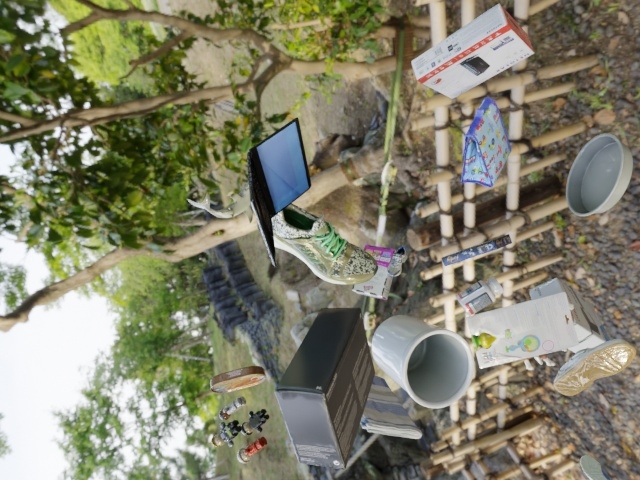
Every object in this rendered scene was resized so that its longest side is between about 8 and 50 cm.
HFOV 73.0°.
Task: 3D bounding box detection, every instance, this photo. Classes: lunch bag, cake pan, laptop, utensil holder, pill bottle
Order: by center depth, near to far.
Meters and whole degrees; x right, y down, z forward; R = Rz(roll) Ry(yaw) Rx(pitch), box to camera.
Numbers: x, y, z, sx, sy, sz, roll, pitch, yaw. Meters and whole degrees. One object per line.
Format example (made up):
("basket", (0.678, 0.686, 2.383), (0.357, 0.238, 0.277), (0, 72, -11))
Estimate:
("laptop", (-0.085, -0.116, 1.046), (0.234, 0.137, 0.264), (78, 180, -48))
("cake pan", (0.971, -0.223, 1.511), (0.293, 0.054, 0.292), (-169, 90, -89))
("lunch bag", (0.646, -0.394, 1.704), (0.138, 0.220, 0.293), (17, 152, 35))
("pill bottle", (0.686, 0.235, 1.858), (0.107, 0.180, 0.108), (54, -169, -15))
("utensil holder", (0.436, 0.520, 1.949), (0.385, 0.328, 0.327), (-174, 67, -74))

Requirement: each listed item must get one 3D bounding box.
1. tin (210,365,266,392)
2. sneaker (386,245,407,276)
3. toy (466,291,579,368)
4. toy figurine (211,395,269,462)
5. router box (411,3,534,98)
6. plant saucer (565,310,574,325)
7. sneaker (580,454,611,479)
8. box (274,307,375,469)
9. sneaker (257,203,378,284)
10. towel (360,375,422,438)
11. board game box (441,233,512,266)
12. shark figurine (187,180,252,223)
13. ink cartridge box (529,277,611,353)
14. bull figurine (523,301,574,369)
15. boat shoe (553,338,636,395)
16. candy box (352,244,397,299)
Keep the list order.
("tin", (-0.281, 0.474, 1.475), (0.106, 0.190, 0.040), (82, 174, -58))
("sneaker", (0.273, 0.070, 1.548), (0.052, 0.135, 0.058), (14, 137, 21))
("toy", (0.486, 0.216, 1.061), (0.056, 0.238, 0.136), (-71, -35, -84))
("toy figurine", (-0.330, 0.779, 1.787), (0.210, 0.148, 0.213), (40, -160, -22))
("router box", (0.553, -0.664, 1.566), (0.336, 0.301, 0.082), (-23, 76, 40))
("plant saucer", (0.698, 0.216, 1.264), (0.013, 0.084, 0.083), (93, 156, -52))
("sneaker", (0.887, 0.762, 1.362), (0.084, 0.058, 0.152), (56, -178, -27))
("box", (0.023, 0.282, 0.875), (0.261, 0.103, 0.184), (-53, -44, -58))
("sneaker", (0.000, 0.000, 1.333), (0.411, 0.157, 0.182), (27, 153, -2))
("towel", (0.174, 0.501, 1.353), (0.034, 0.210, 0.285), (-67, 21, 11))
("board game box", (0.660, 0.042, 1.828), (0.243, 0.165, 0.042), (-26, 81, 44))
("shark figurine", (-0.378, -0.130, 1.712), (0.116, 0.278, 0.166), (4, 109, 41))
("ink cartridge box", (1.024, 0.320, 1.769), (0.129, 0.308, 0.223), (-39, 36, 36))
("bull figurine", (0.827, 0.335, 1.585), (0.101, 0.311, 0.188), (-14, 99, 63))
("boat shoe", (0.840, 0.376, 1.348), (0.098, 0.096, 0.277), (37, 128, 3))
("candy box", (0.261, 0.148, 2.034), (0.159, 0.233, 0.071), (9, 164, 34))
